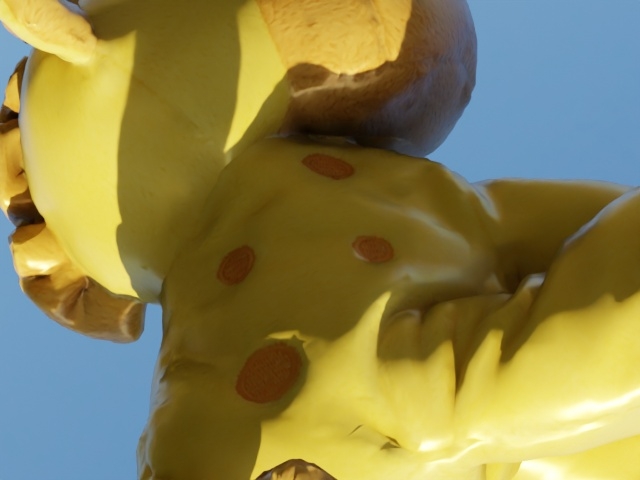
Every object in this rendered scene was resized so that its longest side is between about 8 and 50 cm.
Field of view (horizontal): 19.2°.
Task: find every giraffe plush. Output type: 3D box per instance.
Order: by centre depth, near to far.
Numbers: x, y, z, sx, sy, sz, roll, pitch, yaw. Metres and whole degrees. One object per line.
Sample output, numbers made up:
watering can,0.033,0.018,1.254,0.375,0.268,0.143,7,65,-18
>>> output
giraffe plush,0.000,0.000,0.447,0.210,0.181,0.170,-19,-115,-23
